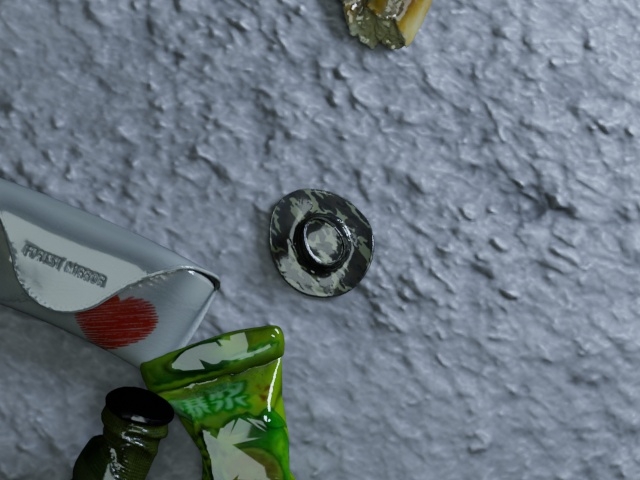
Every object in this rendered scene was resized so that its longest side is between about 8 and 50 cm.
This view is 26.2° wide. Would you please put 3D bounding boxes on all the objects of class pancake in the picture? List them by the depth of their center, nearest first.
[{"bbox_3d":[0.019,-0.350,1.448,0.244,0.057,0.266,14,86,-4],"label":"pancake"}]

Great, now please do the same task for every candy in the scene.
[{"bbox_3d":[-0.082,0.219,1.397,0.149,0.069,0.246,-15,85,-11],"label":"candy"}]

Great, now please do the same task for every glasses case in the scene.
[{"bbox_3d":[-0.261,0.030,1.381,0.308,0.083,0.128,23,84,-4],"label":"glasses case"}]

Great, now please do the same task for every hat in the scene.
[{"bbox_3d":[0.000,0.000,1.428,0.121,0.050,0.121,0,85,-4],"label":"hat"}]

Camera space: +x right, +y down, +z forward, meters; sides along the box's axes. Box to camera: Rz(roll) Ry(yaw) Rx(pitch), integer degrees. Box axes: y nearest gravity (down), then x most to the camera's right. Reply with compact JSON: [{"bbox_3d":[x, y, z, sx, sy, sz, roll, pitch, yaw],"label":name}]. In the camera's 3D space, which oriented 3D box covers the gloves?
[{"bbox_3d":[-0.228,0.269,1.354,0.107,0.135,0.268,32,99,-24],"label":"gloves"}]
